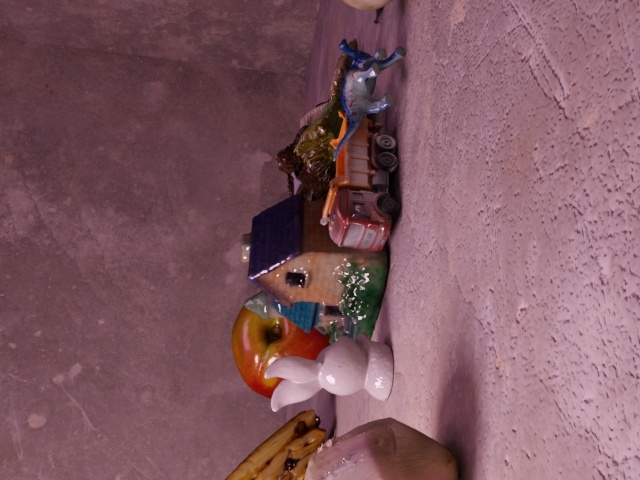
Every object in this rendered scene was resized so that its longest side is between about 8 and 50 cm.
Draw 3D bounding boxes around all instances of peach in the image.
[{"bbox_3d":[-0.094,0.273,1.788,0.332,0.307,0.308,82,-169,-73],"label":"peach"}]

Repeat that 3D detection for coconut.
[{"bbox_3d":[0.075,0.290,0.784,0.183,0.171,0.171,-35,19,14],"label":"coconut"}]

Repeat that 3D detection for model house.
[{"bbox_3d":[-0.031,0.078,1.389,0.245,0.280,0.312,-92,9,-47],"label":"model house"}]

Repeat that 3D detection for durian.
[{"bbox_3d":[0.049,-0.230,1.539,0.198,0.163,0.394,-46,-9,9],"label":"durian"}]

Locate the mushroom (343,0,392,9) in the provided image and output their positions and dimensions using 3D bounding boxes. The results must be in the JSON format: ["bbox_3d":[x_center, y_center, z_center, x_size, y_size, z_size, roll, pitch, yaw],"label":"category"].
[{"bbox_3d":[0.106,-0.576,1.331,0.189,0.195,0.254,35,-132,-59],"label":"mushroom"}]

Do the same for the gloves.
[{"bbox_3d":[-0.006,-0.238,1.792,0.135,0.210,0.312,68,-157,-60],"label":"gloves"}]

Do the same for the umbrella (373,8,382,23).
[{"bbox_3d":[0.141,-0.554,1.590,0.083,0.020,0.031,95,177,-53],"label":"umbrella"}]

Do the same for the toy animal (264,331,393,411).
[{"bbox_3d":[0.011,0.226,1.182,0.131,0.220,0.104,-94,7,-51],"label":"toy animal"}]

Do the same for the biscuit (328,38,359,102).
[{"bbox_3d":[0.057,-0.424,1.893,0.141,0.038,0.290,-44,-31,-54],"label":"biscuit"}]

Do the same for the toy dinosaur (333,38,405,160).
[{"bbox_3d":[0.085,-0.306,1.271,0.144,0.076,0.329,-23,49,34],"label":"toy dinosaur"}]

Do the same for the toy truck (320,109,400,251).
[{"bbox_3d":[0.074,-0.114,1.269,0.114,0.135,0.270,106,168,-55],"label":"toy truck"}]

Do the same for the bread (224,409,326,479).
[{"bbox_3d":[-0.094,0.606,1.656,0.324,0.167,0.277,-38,-30,-28],"label":"bread"}]
